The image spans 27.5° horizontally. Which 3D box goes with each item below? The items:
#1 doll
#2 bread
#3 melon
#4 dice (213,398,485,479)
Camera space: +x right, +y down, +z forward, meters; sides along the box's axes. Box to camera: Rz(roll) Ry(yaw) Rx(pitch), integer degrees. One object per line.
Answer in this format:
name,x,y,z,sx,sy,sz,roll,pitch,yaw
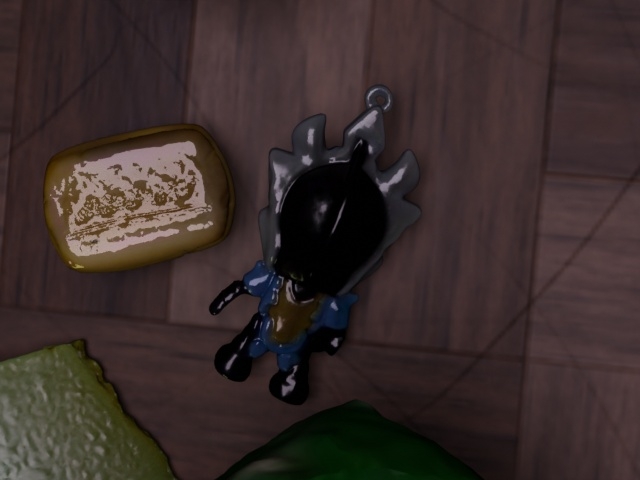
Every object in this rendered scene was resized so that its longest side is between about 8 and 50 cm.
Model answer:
doll,0.000,0.000,0.766,0.096,0.070,0.195,22,101,-7
bread,-0.108,-0.026,0.788,0.115,0.056,0.082,-16,92,4
melon,-0.130,0.156,0.810,0.262,0.053,0.114,43,78,2
dice,-0.018,0.274,0.614,0.297,0.287,0.300,-35,83,-32
